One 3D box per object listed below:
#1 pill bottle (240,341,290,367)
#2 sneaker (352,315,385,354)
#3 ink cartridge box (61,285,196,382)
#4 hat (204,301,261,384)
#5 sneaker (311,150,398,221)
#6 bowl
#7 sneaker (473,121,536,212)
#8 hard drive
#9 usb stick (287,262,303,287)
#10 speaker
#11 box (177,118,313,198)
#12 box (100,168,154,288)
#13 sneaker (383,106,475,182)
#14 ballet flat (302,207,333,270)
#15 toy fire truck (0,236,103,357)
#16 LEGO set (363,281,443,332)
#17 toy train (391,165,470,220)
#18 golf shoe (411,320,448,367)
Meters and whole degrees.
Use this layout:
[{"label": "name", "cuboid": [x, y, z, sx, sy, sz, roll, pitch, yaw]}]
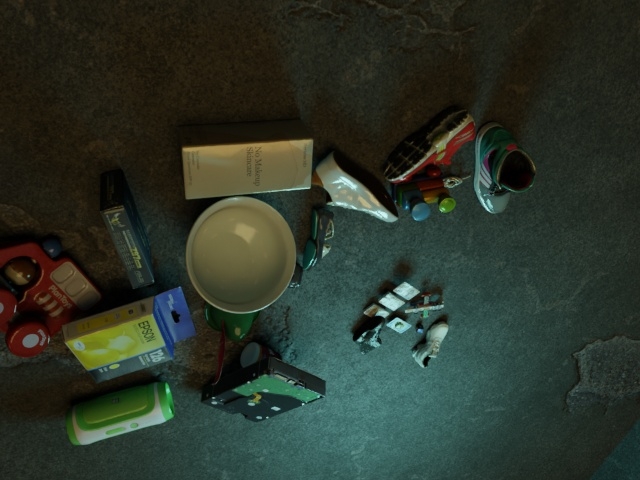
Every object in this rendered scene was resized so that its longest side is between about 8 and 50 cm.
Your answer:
[{"label": "pill bottle", "cuboid": [-0.169, 0.383, 1.959, 0.152, 0.086, 0.086, 33, 109, -34]}, {"label": "sneaker", "cuboid": [0.172, 0.309, 2.034, 0.089, 0.051, 0.170, 32, 125, -25]}, {"label": "ink cartridge box", "cuboid": [-0.500, 0.266, 1.702, 0.307, 0.072, 0.304, -16, 148, -11]}, {"label": "hat", "cuboid": [-0.237, 0.262, 1.788, 0.172, 0.184, 0.209, -4, 125, -16]}, {"label": "sneaker", "cuboid": [0.089, -0.126, 1.695, 0.123, 0.106, 0.290, -35, 126, 29]}, {"label": "bowl", "cuboid": [-0.224, 0.039, 1.633, 0.297, 0.134, 0.298, 2, 86, -28]}, {"label": "sneaker", "cuboid": [0.520, -0.167, 1.746, 0.123, 0.178, 0.296, -20, 128, -4]}, {"label": "hard drive", "cuboid": [-0.180, 0.470, 1.950, 0.236, 0.064, 0.339, 30, 136, -32]}, {"label": "usb stick", "cuboid": [-0.179, 0.078, 1.755, 0.277, 0.045, 0.077, 13, 80, -26]}, {"label": "speaker", "cuboid": [-0.600, 0.519, 1.882, 0.296, 0.131, 0.131, -14, 127, -9]}, {"label": "box", "cuboid": [-0.182, -0.201, 1.522, 0.310, 0.121, 0.148, -7, 125, -14]}, {"label": "box", "cuboid": [-0.466, -0.029, 1.509, 0.059, 0.183, 0.233, -16, 127, -7]}, {"label": "sneaker", "cuboid": [0.301, -0.232, 1.677, 0.279, 0.107, 0.118, -36, 132, 8]}, {"label": "ballet flat", "cuboid": [0.000, 0.000, 1.759, 0.074, 0.074, 0.203, 0, 121, -19]}, {"label": "toy fire truck", "cuboid": [-0.724, 0.120, 1.561, 0.254, 0.169, 0.302, -41, 131, -18]}, {"label": "LEGO set", "cuboid": [0.283, 0.218, 2.037, 0.244, 0.060, 0.182, 31, 122, -32]}, {"label": "toy train", "cuboid": [0.334, -0.131, 1.730, 0.247, 0.143, 0.105, -11, 127, -11]}, {"label": "golf shoe", "cuboid": [0.388, 0.358, 2.131, 0.069, 0.086, 0.176, 20, 114, -27]}]
